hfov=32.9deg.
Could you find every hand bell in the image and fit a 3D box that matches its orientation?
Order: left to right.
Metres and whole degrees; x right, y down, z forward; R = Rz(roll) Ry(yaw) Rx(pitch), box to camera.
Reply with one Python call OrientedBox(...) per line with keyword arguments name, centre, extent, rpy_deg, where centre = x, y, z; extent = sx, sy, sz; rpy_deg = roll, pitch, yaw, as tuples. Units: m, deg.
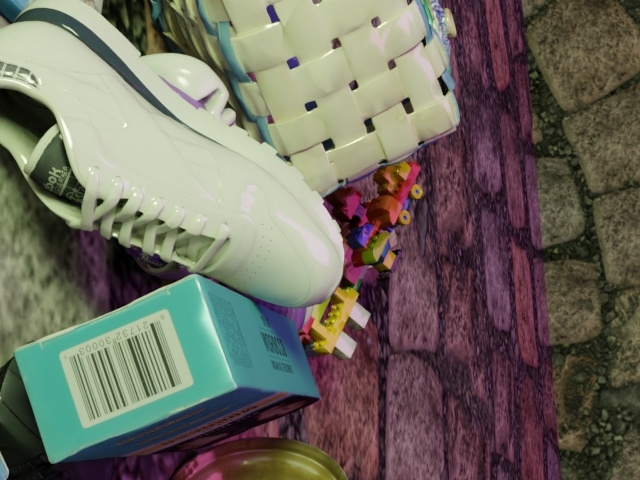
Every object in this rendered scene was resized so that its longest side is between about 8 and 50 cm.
OrientedBox(name="hand bell", centre=(-0.040, 0.276, 0.779), extent=(0.126, 0.126, 0.242), rpy_deg=(-59, 152, -59))

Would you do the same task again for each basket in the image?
OrientedBox(name="basket", centre=(-0.018, -0.169, 0.818), extent=(0.289, 0.201, 0.255), rpy_deg=(49, -15, 58))

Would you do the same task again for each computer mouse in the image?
OrientedBox(name="computer mouse", centre=(-0.160, 0.055, 0.556), extent=(0.071, 0.041, 0.242), rpy_deg=(-72, 148, -48))

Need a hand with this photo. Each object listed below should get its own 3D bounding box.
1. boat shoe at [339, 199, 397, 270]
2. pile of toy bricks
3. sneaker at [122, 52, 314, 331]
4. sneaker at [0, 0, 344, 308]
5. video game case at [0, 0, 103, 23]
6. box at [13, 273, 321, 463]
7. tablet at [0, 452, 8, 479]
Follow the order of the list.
OrientedBox(name="boat shoe", centre=(0.042, -0.006, 1.118), extent=(0.170, 0.063, 0.059), rpy_deg=(-53, 132, -75))
OrientedBox(name="pile of toy bricks", centre=(0.000, 0.000, 0.965), extent=(0.105, 0.118, 0.212), rpy_deg=(41, 57, -23))
OrientedBox(name="sneaker", centre=(-0.083, -0.003, 0.729), extent=(0.236, 0.095, 0.104), rpy_deg=(64, 34, -34))
OrientedBox(name="sneaker", centre=(-0.093, -0.028, 0.589), extent=(0.235, 0.090, 0.095), rpy_deg=(36, 38, -6))
OrientedBox(name="video game case", centre=(-0.165, -0.198, 0.658), extent=(0.119, 0.015, 0.166), rpy_deg=(48, 40, -59))
OrientedBox(name="box", centre=(-0.073, 0.079, 0.621), extent=(0.244, 0.100, 0.060), rpy_deg=(44, 24, -76))
OrientedBox(name="tablet", centre=(-0.182, 0.095, 0.512), extent=(0.054, 0.006, 0.083), rpy_deg=(-40, 125, -42))
